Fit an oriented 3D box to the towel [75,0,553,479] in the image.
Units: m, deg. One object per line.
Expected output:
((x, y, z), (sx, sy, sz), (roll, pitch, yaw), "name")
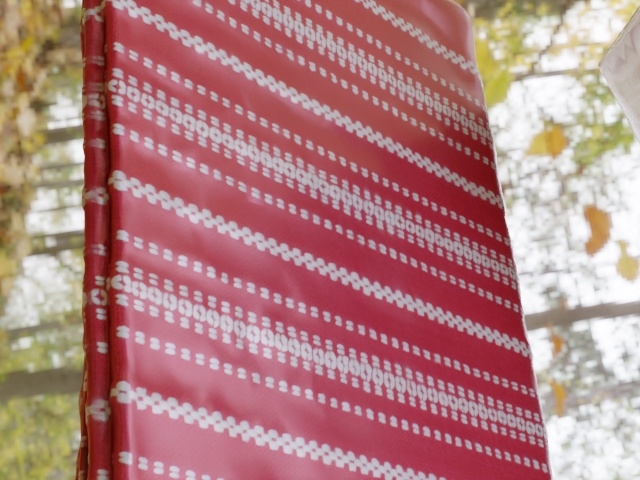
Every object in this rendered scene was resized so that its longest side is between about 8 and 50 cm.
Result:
((0.000, 0.000, 0.426), (0.031, 0.199, 0.275), (-28, -125, 36), "towel")

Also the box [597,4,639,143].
((0.273, 0.026, 0.536), (0.345, 0.168, 0.215), (63, 6, 3), "box")
